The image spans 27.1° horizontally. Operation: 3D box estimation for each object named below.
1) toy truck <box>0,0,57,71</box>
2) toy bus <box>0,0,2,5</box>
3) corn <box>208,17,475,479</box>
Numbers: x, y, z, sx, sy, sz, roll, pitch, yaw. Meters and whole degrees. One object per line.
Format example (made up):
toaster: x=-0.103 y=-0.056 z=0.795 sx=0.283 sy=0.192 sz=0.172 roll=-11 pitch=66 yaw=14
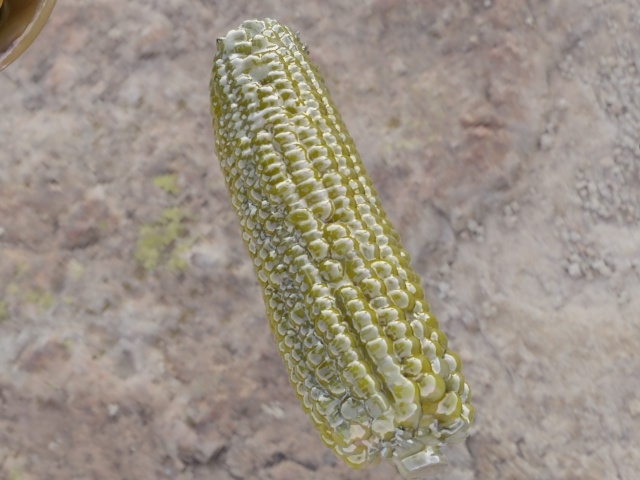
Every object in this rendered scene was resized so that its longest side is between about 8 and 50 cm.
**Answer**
toy truck: x=-0.303 y=-0.202 z=0.848 sx=0.204 sy=0.212 sz=0.288 roll=-20 pitch=73 yaw=37
toy bus: x=-0.195 y=-0.125 z=0.609 sx=0.074 sy=0.069 sz=0.162 roll=12 pitch=27 yaw=8
corn: x=0.000 y=0.000 z=0.713 sx=0.086 sy=0.086 sz=0.288 roll=-27 pitch=59 yaw=9
